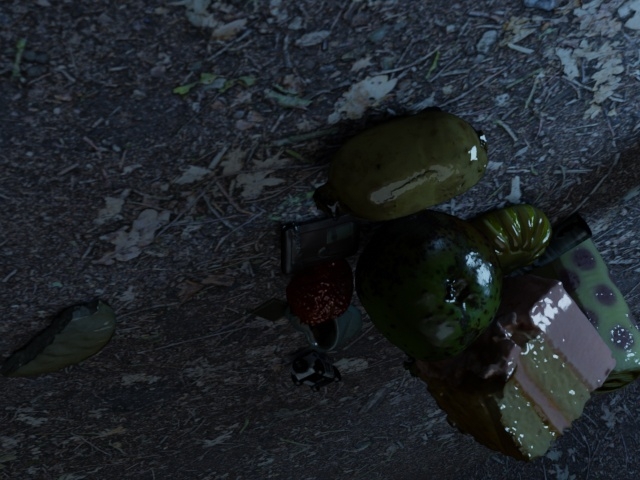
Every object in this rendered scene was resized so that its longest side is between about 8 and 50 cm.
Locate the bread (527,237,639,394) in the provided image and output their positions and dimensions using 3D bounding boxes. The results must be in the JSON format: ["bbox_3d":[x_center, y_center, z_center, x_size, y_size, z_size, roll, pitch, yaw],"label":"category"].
[{"bbox_3d":[0.615,0.171,1.843,0.155,0.339,0.187,-6,151,-21],"label":"bread"}]

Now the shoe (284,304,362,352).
[{"bbox_3d":[0.018,0.193,1.761,0.103,0.100,0.251,-34,146,22],"label":"shoe"}]

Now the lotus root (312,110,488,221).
[{"bbox_3d":[0.123,-0.110,1.266,0.284,0.146,0.160,-24,130,-1],"label":"lotus root"}]

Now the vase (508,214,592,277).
[{"bbox_3d":[0.503,0.021,1.803,0.211,0.060,0.059,-36,147,29],"label":"vase"}]

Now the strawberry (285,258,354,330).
[{"bbox_3d":[0.007,0.094,1.561,0.131,0.131,0.148,5,139,-37],"label":"strawberry"}]

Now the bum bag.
[{"bbox_3d":[0.000,0.000,1.471,0.159,0.026,0.109,-14,131,-22],"label":"bum bag"}]

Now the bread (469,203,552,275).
[{"bbox_3d":[0.379,0.009,1.666,0.213,0.105,0.213,-13,148,-8],"label":"bread"}]

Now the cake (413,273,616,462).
[{"bbox_3d":[0.395,0.252,1.693,0.307,0.314,0.293,-43,111,-15],"label":"cake"}]

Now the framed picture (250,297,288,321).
[{"bbox_3d":[-0.099,0.148,1.708,0.066,0.007,0.089,-32,149,20],"label":"framed picture"}]

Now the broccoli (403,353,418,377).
[{"bbox_3d":[0.263,0.225,1.897,0.226,0.198,0.176,43,154,-28],"label":"broccoli"}]

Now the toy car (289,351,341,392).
[{"bbox_3d":[-0.018,0.321,1.985,0.080,0.070,0.170,-28,152,15],"label":"toy car"}]

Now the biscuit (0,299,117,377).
[{"bbox_3d":[-0.476,0.197,1.530,0.289,0.038,0.141,-37,147,28],"label":"biscuit"}]

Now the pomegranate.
[{"bbox_3d":[0.193,0.077,1.549,0.284,0.285,0.340,-12,-177,-13],"label":"pomegranate"}]

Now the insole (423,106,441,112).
[{"bbox_3d":[0.167,-0.175,1.322,0.045,0.002,0.135,-10,150,-17],"label":"insole"}]
